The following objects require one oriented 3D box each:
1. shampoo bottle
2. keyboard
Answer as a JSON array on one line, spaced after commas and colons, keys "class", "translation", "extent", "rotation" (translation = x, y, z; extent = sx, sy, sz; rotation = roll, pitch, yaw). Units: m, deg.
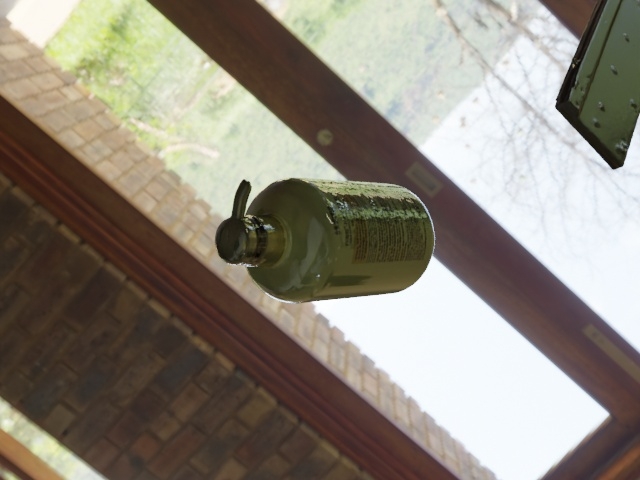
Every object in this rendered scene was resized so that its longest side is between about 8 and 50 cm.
[{"class": "shampoo bottle", "translation": [0.000, 0.000, 0.512], "extent": [0.162, 0.079, 0.079], "rotation": [-2, 147, -49]}, {"class": "keyboard", "translation": [0.312, -0.206, 0.832], "extent": [0.018, 0.101, 0.310], "rotation": [-27, -153, 51]}]
